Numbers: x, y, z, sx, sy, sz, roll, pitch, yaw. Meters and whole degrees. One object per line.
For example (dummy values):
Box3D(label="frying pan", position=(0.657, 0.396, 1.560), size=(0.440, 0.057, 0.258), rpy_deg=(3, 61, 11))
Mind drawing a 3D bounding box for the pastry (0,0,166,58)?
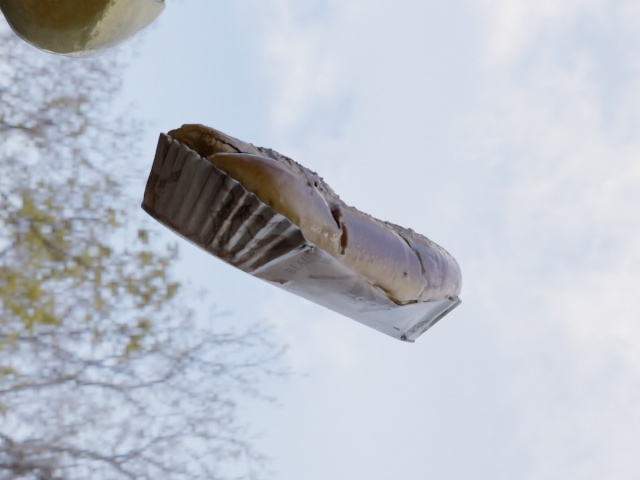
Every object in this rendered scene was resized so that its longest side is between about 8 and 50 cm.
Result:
Box3D(label="pastry", position=(-0.203, -0.231, 1.153), size=(0.156, 0.156, 0.092), rpy_deg=(-59, -168, 22))

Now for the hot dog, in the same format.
Box3D(label="hot dog", position=(0.000, 0.000, 0.855), size=(0.144, 0.268, 0.075), rpy_deg=(29, -90, 34))
